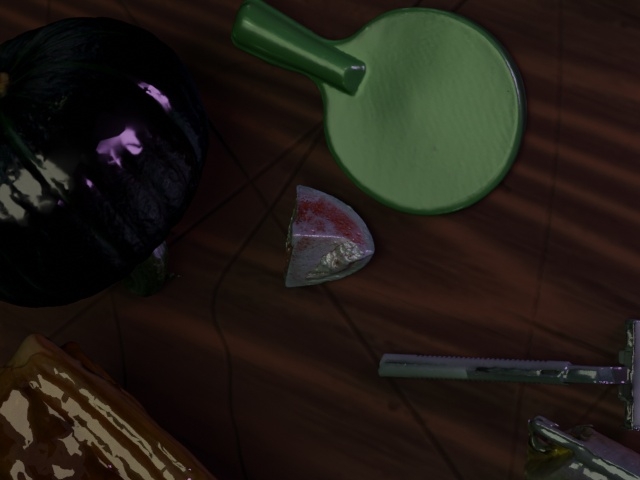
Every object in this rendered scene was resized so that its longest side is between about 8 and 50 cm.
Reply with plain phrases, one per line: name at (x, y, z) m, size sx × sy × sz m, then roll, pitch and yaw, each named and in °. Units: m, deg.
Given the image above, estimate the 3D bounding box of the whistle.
whistle at (0.292, 0.216, 1.349) m, size 0.326 × 0.068 × 0.057 m, roll 28°, pitch 59°, yaw 20°

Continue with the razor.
razor at (0.142, 0.100, 1.423) m, size 0.211 × 0.036 × 0.084 m, roll 0°, pitch 89°, yaw 22°

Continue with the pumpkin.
pumpkin at (-0.188, -0.043, 1.478) m, size 0.248 × 0.248 × 0.248 m, roll 0°, pitch 91°, yaw 22°

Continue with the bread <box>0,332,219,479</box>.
bread at (-0.173, 0.258, 1.486) m, size 0.324 × 0.167 × 0.277 m, roll 44°, pitch 105°, yaw 7°

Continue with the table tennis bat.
table tennis bat at (0.042, -0.122, 1.463) m, size 0.257 × 0.039 × 0.160 m, roll 28°, pitch 102°, yaw 14°

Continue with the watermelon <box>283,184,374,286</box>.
watermelon at (0.000, 0.000, 1.465) m, size 0.085 × 0.061 × 0.085 m, roll -1°, pitch 89°, yaw 32°
